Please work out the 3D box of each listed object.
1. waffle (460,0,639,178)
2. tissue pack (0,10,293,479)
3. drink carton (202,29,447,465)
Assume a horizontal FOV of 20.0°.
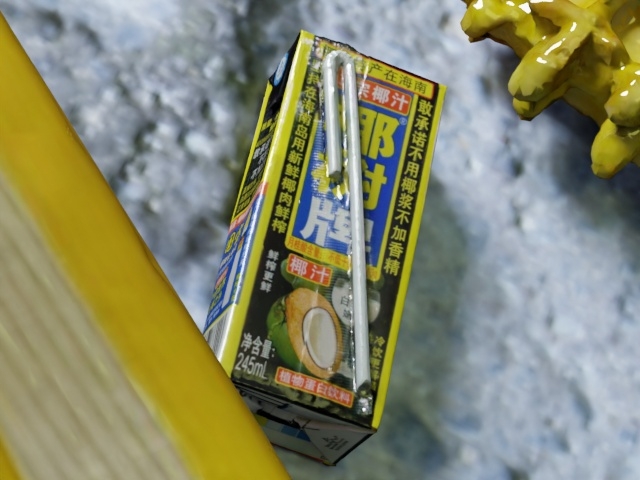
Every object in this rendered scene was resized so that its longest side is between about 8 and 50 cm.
[{"bbox_3d":[0.202,-0.126,0.841,0.292,0.069,0.260,9,59,-5],"label":"waffle"},{"bbox_3d":[-0.188,0.055,0.490,0.228,0.293,0.382,-24,76,-35],"label":"tissue pack"},{"bbox_3d":[0.000,0.000,0.739,0.071,0.056,0.166,21,61,-15],"label":"drink carton"}]
